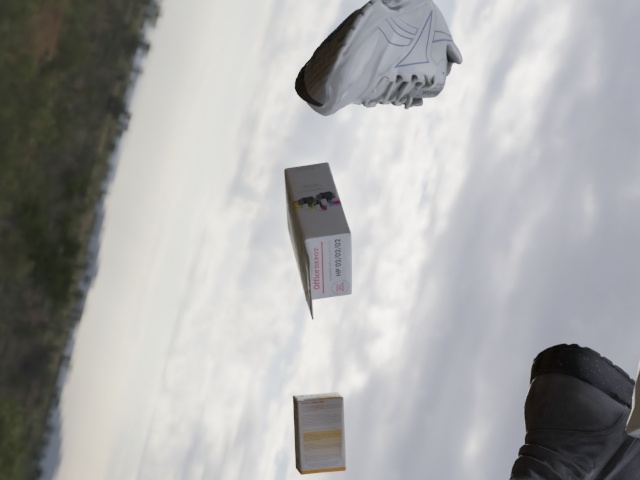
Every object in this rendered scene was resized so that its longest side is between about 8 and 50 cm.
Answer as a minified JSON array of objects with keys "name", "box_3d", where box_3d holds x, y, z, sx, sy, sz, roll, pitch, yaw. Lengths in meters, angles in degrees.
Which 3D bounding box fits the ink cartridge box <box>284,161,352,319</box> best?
[{"name":"ink cartridge box","box_3d":[0.000,0.000,1.557,0.181,0.061,0.104,-105,-170,-48]}]

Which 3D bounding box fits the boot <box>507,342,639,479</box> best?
[{"name":"boot","box_3d":[0.334,0.275,1.294,0.118,0.338,0.223,-56,-170,50]}]

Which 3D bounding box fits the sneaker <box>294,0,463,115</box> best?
[{"name":"sneaker","box_3d":[0.078,-0.199,1.370,0.111,0.129,0.297,-38,-176,40]}]

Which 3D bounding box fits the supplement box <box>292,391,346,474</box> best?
[{"name":"supplement box","box_3d":[-0.002,0.249,1.626,0.036,0.062,0.098,-159,-113,-77]}]

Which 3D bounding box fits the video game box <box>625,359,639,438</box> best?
[{"name":"video game box","box_3d":[0.361,0.085,1.021,0.048,0.187,0.205,121,-14,-71]}]
